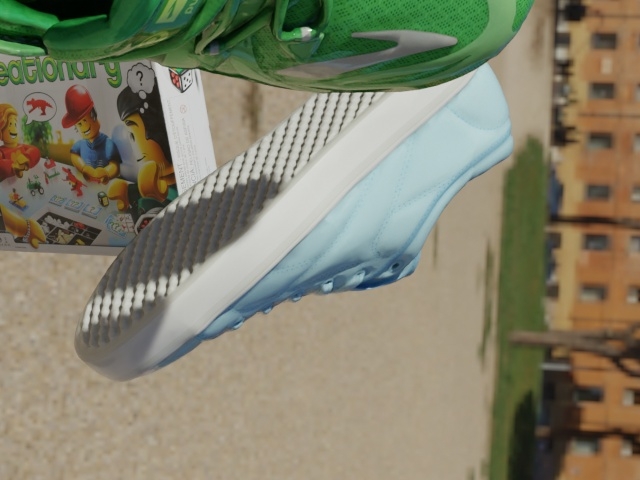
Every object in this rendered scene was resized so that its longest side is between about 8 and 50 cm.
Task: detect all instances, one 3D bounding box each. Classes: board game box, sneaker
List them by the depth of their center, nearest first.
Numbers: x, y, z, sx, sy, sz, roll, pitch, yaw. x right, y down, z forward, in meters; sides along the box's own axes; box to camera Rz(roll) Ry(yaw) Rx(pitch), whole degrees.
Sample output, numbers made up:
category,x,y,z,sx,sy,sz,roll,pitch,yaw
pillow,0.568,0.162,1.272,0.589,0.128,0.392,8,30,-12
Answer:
category,x,y,z,sx,sy,sz,roll,pitch,yaw
sneaker,-0.052,-0.090,0.453,0.109,0.295,0.123,-64,-146,28
sneaker,0.000,0.000,1.018,0.150,0.366,0.135,54,-7,-26
board game box,-0.217,-0.085,1.261,0.053,0.305,0.193,-22,107,-46
